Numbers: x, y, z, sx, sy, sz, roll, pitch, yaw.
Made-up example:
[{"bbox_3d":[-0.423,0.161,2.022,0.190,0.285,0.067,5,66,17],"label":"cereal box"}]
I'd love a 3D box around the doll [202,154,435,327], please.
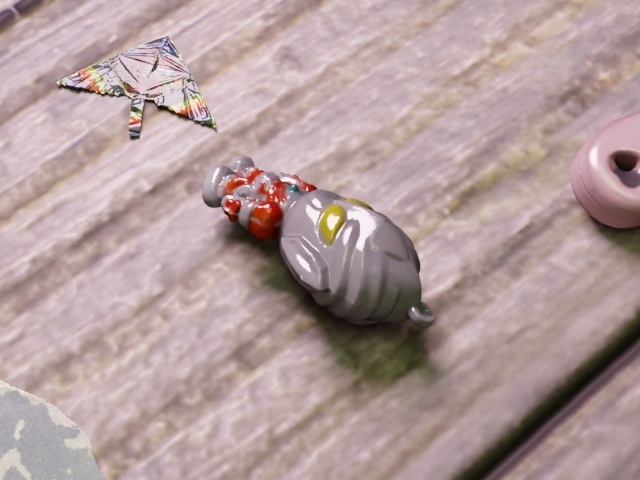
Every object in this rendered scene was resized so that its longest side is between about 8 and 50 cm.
[{"bbox_3d":[0.000,0.000,0.807,0.180,0.079,0.094,34,33,22],"label":"doll"}]

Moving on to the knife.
[{"bbox_3d":[0.317,-0.102,0.890,0.336,0.043,0.081,-30,75,-19],"label":"knife"}]

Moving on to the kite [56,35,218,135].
[{"bbox_3d":[-0.126,-0.111,0.898,0.122,0.004,0.090,11,61,4],"label":"kite"}]

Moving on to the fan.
[{"bbox_3d":[-0.177,0.188,0.727,0.131,0.009,0.240,-5,61,-5],"label":"fan"}]
